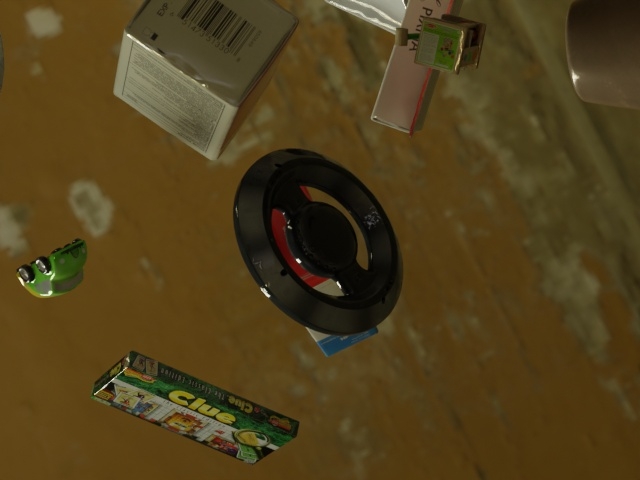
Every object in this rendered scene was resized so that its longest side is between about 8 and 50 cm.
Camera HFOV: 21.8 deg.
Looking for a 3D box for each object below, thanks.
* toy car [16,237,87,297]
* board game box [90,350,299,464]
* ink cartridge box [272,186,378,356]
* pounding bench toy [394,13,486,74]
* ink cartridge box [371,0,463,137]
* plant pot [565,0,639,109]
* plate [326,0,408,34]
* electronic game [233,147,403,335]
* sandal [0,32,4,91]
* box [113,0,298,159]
[{"bbox_3d":[-0.342,0.053,1.979,0.225,0.239,0.053,-22,96,50],"label":"toy car"},{"bbox_3d":[-0.172,0.232,2.280,0.136,0.260,0.030,-42,29,49],"label":"board game box"},{"bbox_3d":[-0.014,0.027,2.049,0.231,0.078,0.134,58,-172,-55],"label":"ink cartridge box"},{"bbox_3d":[0.129,-0.219,1.816,0.065,0.083,0.052,-24,-52,-61],"label":"pounding bench toy"},{"bbox_3d":[0.139,-0.285,2.133,0.261,0.066,0.296,-38,-34,-81],"label":"ink cartridge box"},{"bbox_3d":[0.475,-0.285,2.356,0.263,0.229,0.263,-4,-90,-67],"label":"plant pot"},{"bbox_3d":[0.048,-0.448,2.455,0.277,0.045,0.278,36,153,53],"label":"plate"},{"bbox_3d":[0.000,0.000,1.867,0.048,0.229,0.229,-35,79,44],"label":"electronic game"},{"bbox_3d":[-0.411,-0.113,1.628,0.102,0.169,0.416,53,-147,-52],"label":"sandal"},{"bbox_3d":[-0.131,-0.203,1.849,0.149,0.127,0.232,34,165,-2],"label":"box"}]
